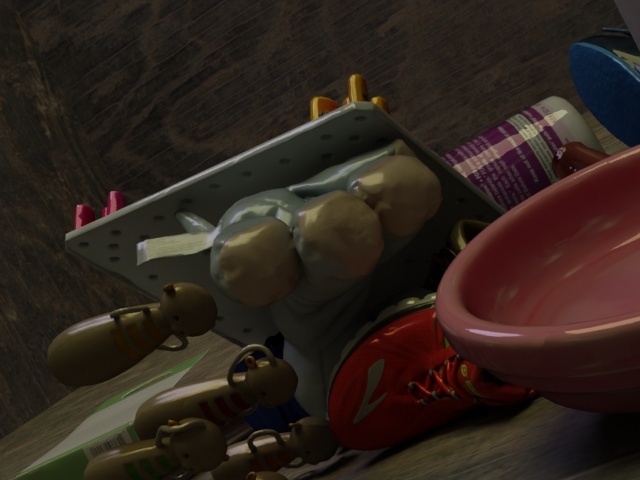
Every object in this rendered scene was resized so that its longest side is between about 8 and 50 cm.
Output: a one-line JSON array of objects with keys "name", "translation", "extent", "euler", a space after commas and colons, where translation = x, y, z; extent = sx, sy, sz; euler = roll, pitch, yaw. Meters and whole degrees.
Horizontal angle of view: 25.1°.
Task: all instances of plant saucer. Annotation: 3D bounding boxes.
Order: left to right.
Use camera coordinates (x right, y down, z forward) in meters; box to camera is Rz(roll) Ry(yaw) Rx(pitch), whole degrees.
[{"name": "plant saucer", "translation": [0.241, 0.014, 0.947], "extent": [0.332, 0.084, 0.332], "euler": [-22, 16, 6]}]

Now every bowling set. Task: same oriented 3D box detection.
[{"name": "bowling set", "translation": [-0.086, 0.186, 1.159], "extent": [0.154, 0.287, 0.200], "euler": [-23, 49, 26]}]

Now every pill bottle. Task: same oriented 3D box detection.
[{"name": "pill bottle", "translation": [0.199, -0.037, 1.760], "extent": [0.301, 0.169, 0.169], "euler": [-29, 3, -2]}]

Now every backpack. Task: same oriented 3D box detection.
[{"name": "backpack", "translation": [-0.033, 0.149, 1.541], "extent": [0.120, 0.098, 0.101], "euler": [-29, 7, -17]}]

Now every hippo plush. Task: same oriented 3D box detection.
[{"name": "hippo plush", "translation": [0.002, 0.070, 1.291], "extent": [0.294, 0.237, 0.234], "euler": [-18, 13, 20]}]

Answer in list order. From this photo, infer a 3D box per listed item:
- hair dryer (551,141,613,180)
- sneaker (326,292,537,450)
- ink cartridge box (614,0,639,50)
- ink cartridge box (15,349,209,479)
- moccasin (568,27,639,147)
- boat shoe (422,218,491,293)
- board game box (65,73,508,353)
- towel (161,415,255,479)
[{"name": "hair dryer", "translation": [0.302, -0.065, 1.174], "extent": [0.080, 0.224, 0.293], "euler": [18, -18, -33]}, {"name": "sneaker", "translation": [0.115, 0.093, 1.138], "extent": [0.279, 0.107, 0.118], "euler": [-31, 12, 20]}, {"name": "ink cartridge box", "translation": [0.483, -0.223, 1.281], "extent": [0.395, 0.270, 0.151], "euler": [-31, 5, -24]}, {"name": "ink cartridge box", "translation": [-0.223, 0.217, 1.659], "extent": [0.171, 0.056, 0.235], "euler": [-27, 4, 23]}, {"name": "moccasin", "translation": [0.410, -0.151, 1.581], "extent": [0.116, 0.138, 0.342], "euler": [-29, 37, -16]}, {"name": "boat shoe", "translation": [0.162, 0.034, 1.385], "extent": [0.342, 0.123, 0.123], "euler": [-27, 4, 37]}, {"name": "board game box", "translation": [0.000, 0.000, 1.524], "extent": [0.390, 0.050, 0.390], "euler": [-22, -36, 30]}, {"name": "towel", "translation": [-0.201, 0.254, 1.776], "extent": [0.317, 0.053, 0.332], "euler": [-30, 4, -23]}]
